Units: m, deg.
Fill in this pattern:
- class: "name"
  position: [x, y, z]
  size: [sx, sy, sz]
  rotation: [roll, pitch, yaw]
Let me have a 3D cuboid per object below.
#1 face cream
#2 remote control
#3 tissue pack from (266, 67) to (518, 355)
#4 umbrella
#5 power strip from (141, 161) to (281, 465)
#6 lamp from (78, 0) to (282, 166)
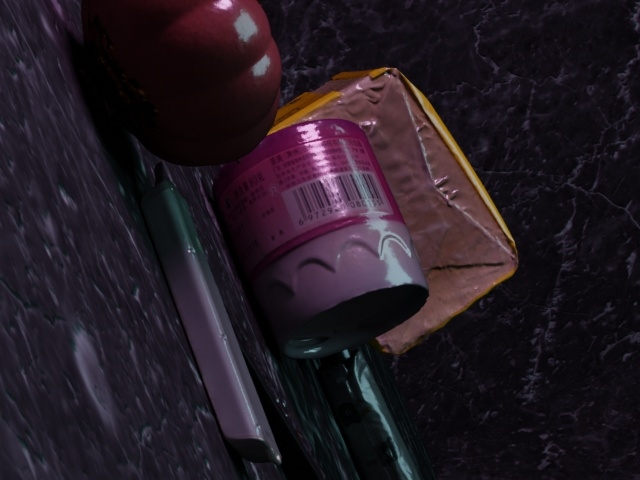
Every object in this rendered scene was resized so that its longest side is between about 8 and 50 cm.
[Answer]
- class: "face cream"
  position: [0.000, 0.000, 1.702]
  size: [0.175, 0.175, 0.195]
  rotation: [59, 8, -69]
- class: "remote control"
  position: [-0.047, 0.122, 1.338]
  size: [0.063, 0.025, 0.245]
  rotation: [-112, 177, -46]
- class: "tissue pack"
  position: [0.051, -0.047, 2.025]
  size: [0.293, 0.228, 0.382]
  rotation: [55, -2, -8]
- class: "umbrella"
  position: [0.069, 0.254, 2.077]
  size: [0.337, 0.067, 0.073]
  rotation: [65, -10, 3]
- class: "power strip"
  position: [-0.084, 0.050, 1.196]
  size: [0.060, 0.027, 0.253]
  rotation: [59, 8, -64]
- class: "lamp"
  position: [-0.110, -0.134, 1.229]
  size: [0.182, 0.140, 0.182]
  rotation: [53, -17, 23]
